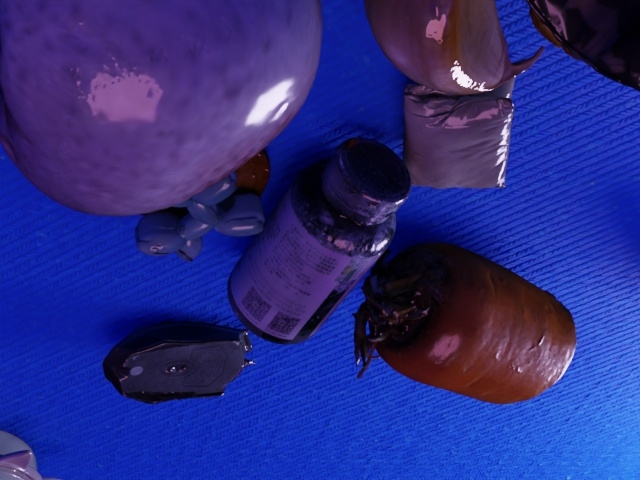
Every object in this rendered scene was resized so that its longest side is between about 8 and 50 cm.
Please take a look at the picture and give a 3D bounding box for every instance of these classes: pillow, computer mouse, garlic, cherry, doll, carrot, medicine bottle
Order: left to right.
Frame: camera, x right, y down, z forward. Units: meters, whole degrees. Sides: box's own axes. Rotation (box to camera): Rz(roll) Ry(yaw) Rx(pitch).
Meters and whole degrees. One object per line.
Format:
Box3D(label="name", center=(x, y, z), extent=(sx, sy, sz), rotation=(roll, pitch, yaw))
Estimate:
Box3D(label="cherry", center=(-0.165, -0.187, 1.096), extent=(0.335, 0.291, 0.326), rotation=(-24, 149, 6))
Box3D(label="computer mouse", center=(-0.204, 0.166, 1.719), extent=(0.231, 0.071, 0.126), rotation=(-2, 130, -25))
Box3D(label="doll", center=(-0.151, -0.029, 1.433), extent=(0.159, 0.059, 0.159), rotation=(-15, 145, 5))
Box3D(label="medicine bottle", center=(0.000, 0.000, 1.477), extent=(0.141, 0.141, 0.293), rotation=(11, 139, -25))
Box3D(label="carrot", center=(0.167, 0.104, 1.607), extent=(0.214, 0.193, 0.331), rotation=(-13, 154, 42))
Box3D(label="garlic", center=(0.131, -0.235, 1.204), extent=(0.164, 0.145, 0.245), rotation=(-29, 139, 2))
Box3D(label="pillow", center=(0.163, -0.127, 1.400), extent=(0.134, 0.078, 0.181), rotation=(-6, 146, 1))

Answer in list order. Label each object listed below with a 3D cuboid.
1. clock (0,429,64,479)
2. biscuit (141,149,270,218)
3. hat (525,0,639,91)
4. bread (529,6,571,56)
Box3D(label="clock", center=(-0.579, 0.397, 1.912), extent=(0.324, 0.108, 0.265), rotation=(-17, 141, 9))
Box3D(label="biscuit", center=(-0.154, -0.081, 1.435), extent=(0.188, 0.027, 0.188), rotation=(-6, 144, -5))
Box3D(label="hat", center=(0.402, -0.325, 1.117), extent=(0.382, 0.257, 0.366), rotation=(-45, 98, -7))
Box3D(label="bread", center=(0.314, -0.265, 1.267), extent=(0.188, 0.065, 0.149), rotation=(13, 124, -9))
